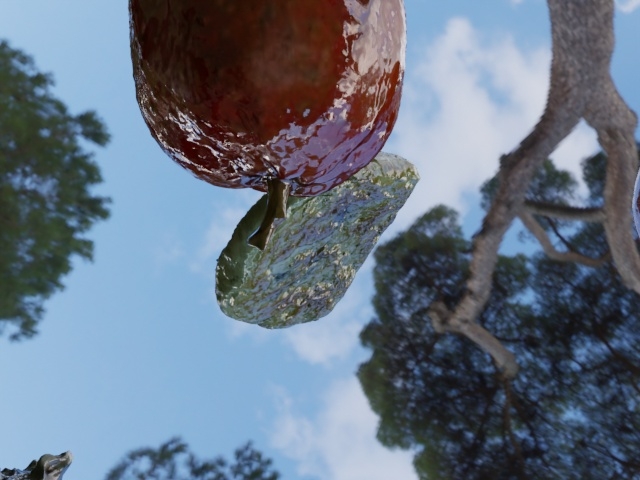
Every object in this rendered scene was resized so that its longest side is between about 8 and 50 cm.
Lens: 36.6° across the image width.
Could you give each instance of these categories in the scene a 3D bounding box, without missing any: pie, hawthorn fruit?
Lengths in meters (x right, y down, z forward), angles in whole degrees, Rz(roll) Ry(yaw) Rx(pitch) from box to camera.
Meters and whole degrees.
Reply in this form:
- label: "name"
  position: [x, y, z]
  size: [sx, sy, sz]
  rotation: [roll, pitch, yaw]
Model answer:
- label: "pie"
  position: [0.000, 0.000, 0.939]
  size: [0.240, 0.240, 0.054]
  rotation: [-45, -116, 11]
- label: "hawthorn fruit"
  position: [-0.035, -0.117, 0.675]
  size: [0.205, 0.205, 0.253]
  rotation: [-10, -99, 33]

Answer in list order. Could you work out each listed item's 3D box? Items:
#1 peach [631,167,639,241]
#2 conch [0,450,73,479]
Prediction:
- label: "peach"
  position: [0.494, -0.042, 1.094]
  size: [0.308, 0.289, 0.289]
  rotation: [5, -108, 41]
- label: "conch"
  position: [-0.429, 0.341, 1.220]
  size: [0.313, 0.241, 0.186]
  rotation: [5, -99, 54]
